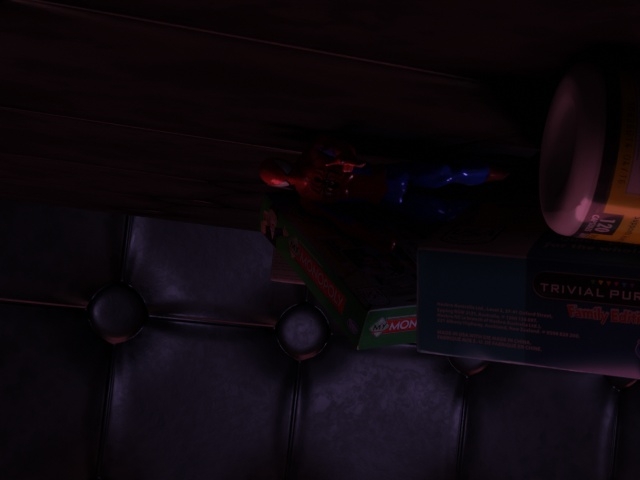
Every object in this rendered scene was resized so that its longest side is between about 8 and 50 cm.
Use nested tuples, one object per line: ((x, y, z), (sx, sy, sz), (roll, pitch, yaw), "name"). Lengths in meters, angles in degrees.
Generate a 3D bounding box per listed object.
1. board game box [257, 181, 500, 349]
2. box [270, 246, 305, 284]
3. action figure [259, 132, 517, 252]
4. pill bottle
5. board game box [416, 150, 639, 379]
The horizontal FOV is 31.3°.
((0.125, 0.014, 1.123), (0.317, 0.046, 0.213), (-5, -147, -30), "board game box")
((0.000, 0.000, 1.708), (0.126, 0.137, 0.072), (5, 178, 29), "box")
((0.085, -0.039, 1.051), (0.280, 0.092, 0.139), (7, -161, -12), "action figure")
((0.227, -0.044, 0.660), (0.184, 0.103, 0.103), (6, 177, -2), "pill bottle")
((0.244, 0.005, 0.839), (0.253, 0.079, 0.336), (5, -163, 23), "board game box")
